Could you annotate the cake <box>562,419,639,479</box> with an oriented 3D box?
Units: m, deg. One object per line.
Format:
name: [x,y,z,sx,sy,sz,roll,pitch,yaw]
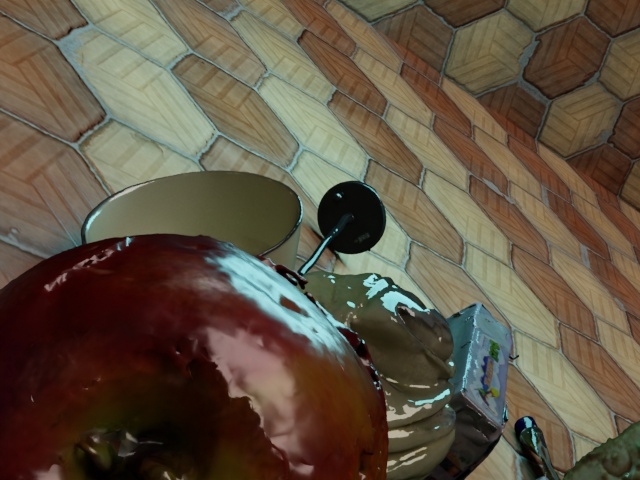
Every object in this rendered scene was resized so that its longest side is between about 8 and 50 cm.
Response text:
cake: [0.528,0.397,1.582,0.282,0.256,0.290,16,41,-51]

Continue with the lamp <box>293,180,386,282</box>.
lamp: [0.025,0.027,1.580,0.108,0.130,0.371,48,18,-12]

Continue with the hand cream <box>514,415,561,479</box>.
hand cream: [0.325,0.328,1.654,0.062,0.039,0.163,48,17,-38]

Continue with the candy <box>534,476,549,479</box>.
candy: [0.250,0.354,1.398,0.073,0.092,0.160,49,21,18]

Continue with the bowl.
bowl: [-0.128,0.027,1.213,0.237,0.238,0.126,-91,175,-61]

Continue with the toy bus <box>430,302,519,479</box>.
toy bus: [0.186,0.193,1.516,0.112,0.138,0.317,43,23,-7]

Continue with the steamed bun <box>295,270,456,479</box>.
steamed bun: [0.056,0.155,1.267,0.268,0.207,0.280,26,29,-39]

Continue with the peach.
peach: [-0.110,0.177,0.855,0.339,0.353,0.416,57,-12,12]
